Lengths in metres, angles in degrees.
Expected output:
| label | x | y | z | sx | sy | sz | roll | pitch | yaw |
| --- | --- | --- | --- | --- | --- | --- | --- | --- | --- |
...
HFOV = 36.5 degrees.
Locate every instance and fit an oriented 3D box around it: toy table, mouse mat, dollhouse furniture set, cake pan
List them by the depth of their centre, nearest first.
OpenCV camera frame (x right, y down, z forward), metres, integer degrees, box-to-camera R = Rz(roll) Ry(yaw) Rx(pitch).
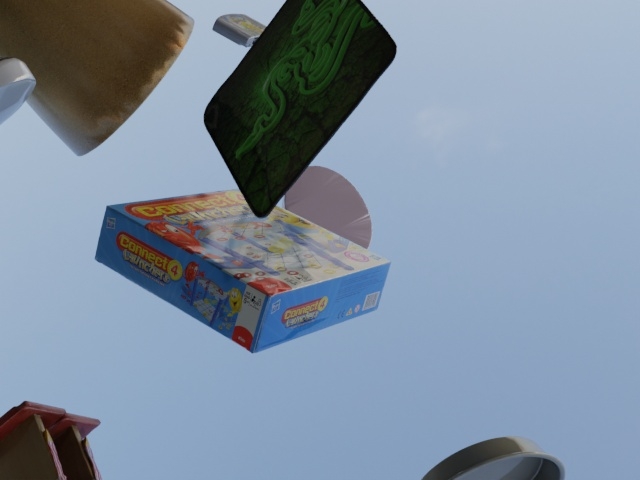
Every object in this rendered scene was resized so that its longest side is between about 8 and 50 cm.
| label | x | y | z | sx | sy | sz | roll | pitch | yaw |
| --- | --- | --- | --- | --- | --- | --- | --- | --- | --- |
| mouse mat | -0.025 | -0.130 | 0.823 | 0.189 | 0.007 | 0.152 | -49 | -131 | 21 |
| dollhouse furniture set | -0.436 | 0.400 | 1.264 | 0.374 | 0.152 | 0.201 | -38 | -123 | 10 |
| cake pan | 0.281 | 0.439 | 1.688 | 0.293 | 0.293 | 0.054 | -28 | -133 | 4 |
| toy table | 0.000 | 0.000 | 1.955 | 0.252 | 0.161 | 0.274 | 11 | -138 | -8 |

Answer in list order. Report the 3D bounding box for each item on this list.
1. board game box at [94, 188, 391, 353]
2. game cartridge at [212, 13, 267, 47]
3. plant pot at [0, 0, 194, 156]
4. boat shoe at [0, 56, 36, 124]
| label | x | y | z | sx | sy | sz | roll | pitch | yaw |
| --- | --- | --- | --- | --- | --- | --- | --- | --- | --- |
| board game box | -0.106 | 0.029 | 1.403 | 0.302 | 0.086 | 0.308 | 26 | -159 | 28 |
| game cartridge | -0.092 | -0.252 | 1.158 | 0.056 | 0.017 | 0.083 | 27 | -155 | 13 |
| plant pot | -0.331 | -0.278 | 1.230 | 0.237 | 0.254 | 0.237 | -38 | -153 | 23 |
| boat shoe | -0.433 | -0.131 | 1.019 | 0.306 | 0.105 | 0.113 | -26 | -178 | 29 |
